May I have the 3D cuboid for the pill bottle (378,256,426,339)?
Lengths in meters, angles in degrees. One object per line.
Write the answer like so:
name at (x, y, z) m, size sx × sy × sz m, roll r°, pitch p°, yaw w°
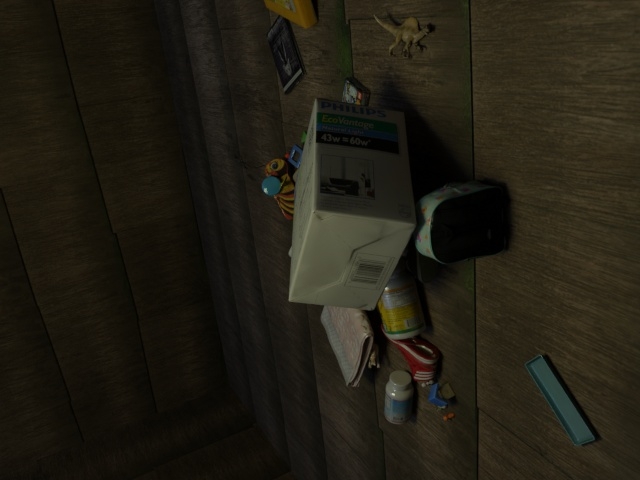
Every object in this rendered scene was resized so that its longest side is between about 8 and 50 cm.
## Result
pill bottle at (0.213, 0.157, 1.596) m, size 0.117 × 0.117 × 0.208 m, roll -2°, pitch 104°, yaw 65°

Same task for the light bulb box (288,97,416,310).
light bulb box at (0.060, -0.082, 1.391) m, size 0.358 × 0.225 × 0.361 m, roll 108°, pitch 167°, yaw -51°

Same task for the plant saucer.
plant saucer at (0.505, 0.334, 1.217) m, size 0.192 × 0.018 × 0.067 m, roll 61°, pitch 153°, yaw 22°

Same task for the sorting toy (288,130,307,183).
sorting toy at (-0.013, -0.207, 1.852) m, size 0.196 × 0.047 × 0.348 m, roll -54°, pitch 54°, yaw 32°

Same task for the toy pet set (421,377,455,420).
toy pet set at (0.323, 0.447, 1.612) m, size 0.122 × 0.065 × 0.114 m, roll 64°, pitch 154°, yaw 18°

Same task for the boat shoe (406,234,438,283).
boat shoe at (0.252, 0.001, 1.458) m, size 0.068 × 0.081 × 0.228 m, roll 36°, pitch 139°, yaw 47°

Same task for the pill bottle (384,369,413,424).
pill bottle at (0.242, 0.481, 1.778) m, size 0.087 × 0.087 × 0.160 m, roll 42°, pitch 141°, yaw 48°

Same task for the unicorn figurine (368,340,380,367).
unicorn figurine at (0.165, 0.357, 1.894) m, size 0.162 × 0.060 × 0.111 m, roll 160°, pitch 102°, yaw -73°

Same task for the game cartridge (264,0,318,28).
game cartridge at (-0.140, -0.802, 1.672) m, size 0.285 × 0.052 × 0.324 m, roll 46°, pitch 167°, yaw 45°

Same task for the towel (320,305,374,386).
towel at (0.082, 0.278, 1.943) m, size 0.317 × 0.053 × 0.332 m, roll 101°, pitch 155°, yaw -43°

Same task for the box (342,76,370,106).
box at (0.094, -0.374, 1.616) m, size 0.094 × 0.027 × 0.137 m, roll 51°, pitch 147°, yaw 38°

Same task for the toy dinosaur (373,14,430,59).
toy dinosaur at (0.194, -0.472, 1.339) m, size 0.183 × 0.053 × 0.093 m, roll 32°, pitch 118°, yaw 45°

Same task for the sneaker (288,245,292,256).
sneaker at (0.000, 0.000, 1.988) m, size 0.147 × 0.104 × 0.296 m, roll 44°, pitch 135°, yaw 16°

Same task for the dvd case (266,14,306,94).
dvd case at (-0.116, -0.618, 1.912) m, size 0.164 × 0.018 × 0.221 m, roll -23°, pitch 84°, yaw 64°

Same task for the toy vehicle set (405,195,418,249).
toy vehicle set at (0.181, -0.118, 1.588) m, size 0.267 × 0.035 × 0.166 m, roll 59°, pitch 152°, yaw 28°

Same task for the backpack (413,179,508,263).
backpack at (0.286, -0.039, 1.235) m, size 0.144 × 0.188 × 0.166 m, roll 30°, pitch 132°, yaw 56°

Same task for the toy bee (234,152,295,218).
toy bee at (-0.148, -0.230, 2.091) m, size 0.298 × 0.162 × 0.195 m, roll 49°, pitch -178°, yaw -24°

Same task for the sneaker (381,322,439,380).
sneaker at (0.250, 0.329, 1.670) m, size 0.221 × 0.087 × 0.128 m, roll 39°, pitch 138°, yaw 52°
